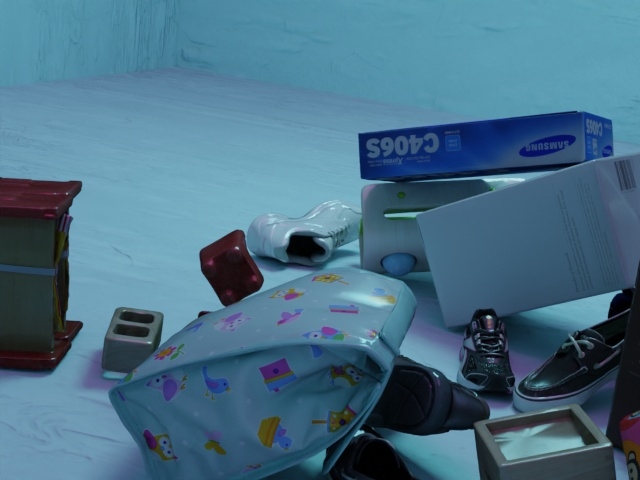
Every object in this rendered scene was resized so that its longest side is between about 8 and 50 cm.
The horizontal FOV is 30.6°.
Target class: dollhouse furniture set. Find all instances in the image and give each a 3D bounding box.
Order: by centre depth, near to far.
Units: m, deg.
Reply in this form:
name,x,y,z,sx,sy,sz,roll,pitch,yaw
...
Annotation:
name,x,y,z,sx,sy,sz,roll,pitch,yaw
dollhouse furniture set,-0.231,0.047,1.409,0.374,0.201,0.152,5,15,-2

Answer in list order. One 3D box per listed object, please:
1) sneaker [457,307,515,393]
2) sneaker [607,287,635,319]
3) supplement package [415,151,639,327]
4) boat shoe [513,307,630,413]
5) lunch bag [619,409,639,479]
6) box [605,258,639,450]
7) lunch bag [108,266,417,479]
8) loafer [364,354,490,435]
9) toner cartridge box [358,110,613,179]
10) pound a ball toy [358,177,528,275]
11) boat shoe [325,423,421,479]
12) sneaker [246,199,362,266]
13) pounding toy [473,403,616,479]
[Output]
name,x,y,z,sx,sy,sz,roll,pitch,yaw
sneaker,0.209,0.136,1.494,0.072,0.077,0.178,4,16,-5
sneaker,0.501,0.112,1.604,0.182,0.127,0.315,20,22,36
supplement package,0.314,0.001,1.639,0.293,0.175,0.177,-17,-4,39
boat shoe,0.324,0.141,1.434,0.219,0.070,0.078,-24,30,-23
lunch bag,0.444,0.198,1.047,0.293,0.120,0.258,11,-18,-37
box,0.452,0.059,1.293,0.191,0.381,0.143,-7,22,-39
lunch bag,-0.032,0.129,1.133,0.262,0.160,0.223,-21,8,16
loafer,0.082,0.169,1.291,0.084,0.096,0.267,17,-3,-27
toner cartridge box,0.247,-0.136,1.758,0.348,0.075,0.165,-3,0,29
pound a ball toy,0.223,0.011,1.898,0.319,0.208,0.135,-2,60,-2
boat shoe,0.056,0.221,1.121,0.084,0.079,0.233,2,14,-10
sneaker,0.000,0.000,1.934,0.232,0.090,0.115,-15,30,-32
pounding toy,0.228,0.228,1.162,0.130,0.100,0.141,-10,14,-4
